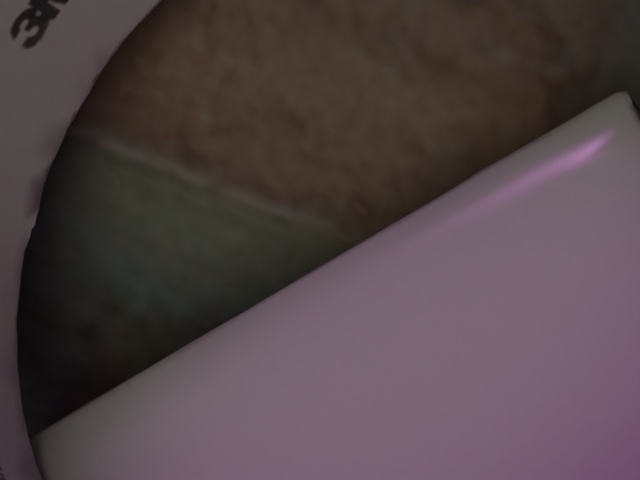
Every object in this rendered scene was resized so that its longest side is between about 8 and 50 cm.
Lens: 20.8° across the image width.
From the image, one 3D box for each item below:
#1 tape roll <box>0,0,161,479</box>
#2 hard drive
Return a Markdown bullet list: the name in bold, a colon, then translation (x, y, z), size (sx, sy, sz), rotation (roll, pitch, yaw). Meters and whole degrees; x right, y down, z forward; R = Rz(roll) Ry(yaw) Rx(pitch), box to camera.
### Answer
- **tape roll**: translation (0.000, 0.000, 0.419), size (0.321, 0.077, 0.321), rotation (-7, 72, 23)
- **hard drive**: translation (-0.020, 0.147, 0.457), size (0.353, 0.047, 0.233), rotation (-31, 64, 15)
